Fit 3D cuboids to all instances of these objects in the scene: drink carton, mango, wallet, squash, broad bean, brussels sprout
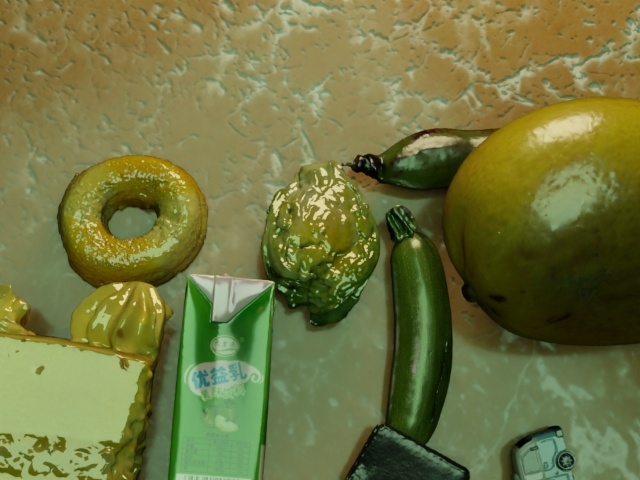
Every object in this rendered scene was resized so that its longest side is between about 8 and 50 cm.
[{"bbox_3d":[-0.110,0.177,1.686,0.108,0.161,0.271,6,84,-4],"label":"drink carton"},{"bbox_3d":[0.358,-0.024,1.701,0.445,0.220,0.301,-7,120,-15],"label":"mango"},{"bbox_3d":[0.062,0.340,1.719,0.124,0.025,0.244,29,94,-2],"label":"wallet"},{"bbox_3d":[0.115,0.118,1.754,0.080,0.071,0.318,3,85,-24],"label":"squash"},{"bbox_3d":[0.192,-0.097,1.795,0.339,0.061,0.077,0,74,-5],"label":"broad bean"},{"bbox_3d":[0.000,0.000,1.750,0.139,0.100,0.181,3,58,-3],"label":"brussels sprout"}]

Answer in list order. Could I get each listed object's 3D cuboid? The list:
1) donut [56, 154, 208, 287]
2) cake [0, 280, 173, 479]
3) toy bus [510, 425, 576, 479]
[{"bbox_3d":[-0.220,-0.026,1.751,0.178,0.065,0.162,-23,84,-6],"label":"donut"},{"bbox_3d":[-0.290,0.179,1.640,0.227,0.222,0.286,8,81,-6],"label":"cake"},{"bbox_3d":[0.263,0.283,1.749,0.075,0.060,0.123,-14,86,-3],"label":"toy bus"}]
